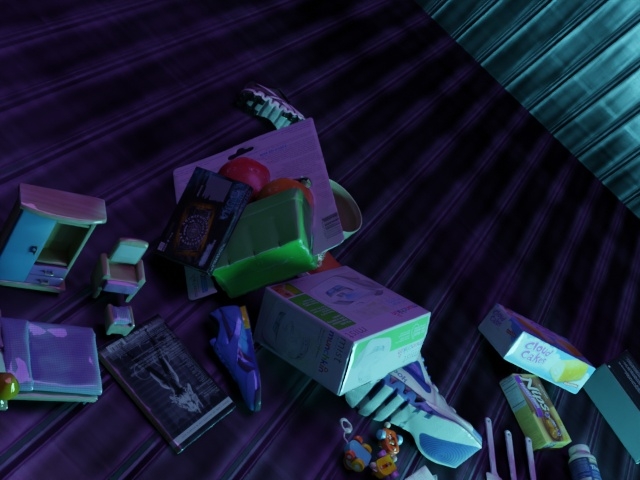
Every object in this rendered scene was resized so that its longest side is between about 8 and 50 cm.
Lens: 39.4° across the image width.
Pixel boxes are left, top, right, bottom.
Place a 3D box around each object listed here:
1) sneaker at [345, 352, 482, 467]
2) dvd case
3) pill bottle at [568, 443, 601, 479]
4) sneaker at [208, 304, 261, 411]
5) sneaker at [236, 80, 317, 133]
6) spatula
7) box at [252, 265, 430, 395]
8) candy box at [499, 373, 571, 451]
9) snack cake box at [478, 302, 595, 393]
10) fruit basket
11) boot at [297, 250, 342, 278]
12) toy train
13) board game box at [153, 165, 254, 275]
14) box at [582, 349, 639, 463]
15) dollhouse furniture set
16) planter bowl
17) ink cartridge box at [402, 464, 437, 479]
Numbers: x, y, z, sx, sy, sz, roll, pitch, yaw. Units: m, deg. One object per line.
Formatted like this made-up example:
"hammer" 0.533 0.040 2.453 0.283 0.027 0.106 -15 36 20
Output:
"sneaker" 0.205 0.317 1.863 0.315 0.127 0.182 35 37 -12
"dvd case" -0.265 0.242 1.542 0.221 0.018 0.164 48 33 6
"pill bottle" 0.627 0.549 2.120 0.067 0.067 0.120 26 38 -26
"sneaker" -0.158 0.220 1.651 0.082 0.069 0.209 -9 65 -13
"sneaker" -0.102 -0.335 2.270 0.234 0.078 0.106 30 39 -18
"spatula" 0.430 0.518 1.993 0.168 0.019 0.242 26 37 -17
"box" 0.044 0.172 1.765 0.231 0.127 0.262 29 25 33
"candy box" 0.519 0.415 2.162 0.109 0.053 0.186 10 48 -41
"snack cake box" 0.547 0.273 2.265 0.264 0.089 0.152 26 16 -26
"fruit basket" -0.131 -0.066 1.796 0.165 0.327 0.353 62 10 -45
"boot" 0.000 0.000 1.938 0.244 0.176 0.088 35 33 -17
"toy train" 0.094 0.406 1.729 0.166 0.046 0.125 21 39 -36
"board game box" -0.219 -0.038 1.678 0.126 0.186 0.026 21 -13 22
"box" 0.848 0.448 2.432 0.184 0.103 0.261 -8 61 -54
"dollhouse furniture set" -0.376 0.108 1.384 0.286 0.198 0.303 11 46 -33
"planter bowl" 0.000 -0.051 2.051 0.162 0.109 0.162 27 37 -23
"ink cartridge box" 0.167 0.494 1.666 0.143 0.092 0.090 -15 66 -52
